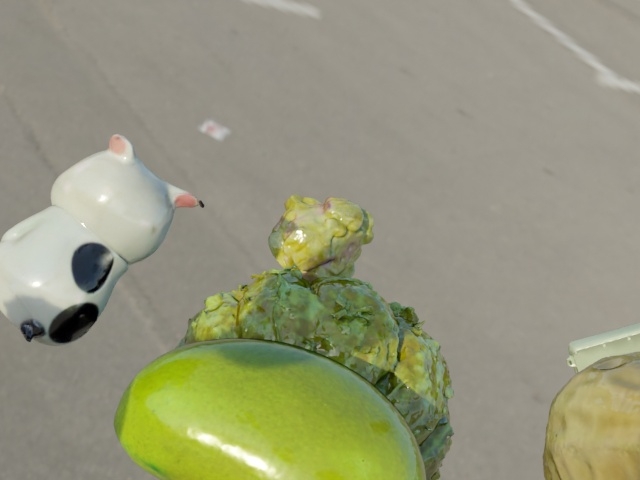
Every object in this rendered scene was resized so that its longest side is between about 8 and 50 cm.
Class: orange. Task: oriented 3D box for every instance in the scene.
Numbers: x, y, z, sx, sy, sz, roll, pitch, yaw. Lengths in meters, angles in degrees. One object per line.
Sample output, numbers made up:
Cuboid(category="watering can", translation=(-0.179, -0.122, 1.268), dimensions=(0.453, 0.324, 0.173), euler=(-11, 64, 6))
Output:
Cuboid(category="orange", translation=(-0.019, 0.160, 1.399), dimensions=(0.301, 0.300, 0.223), euler=(40, 29, -23))

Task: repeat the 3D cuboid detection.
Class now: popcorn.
Cuboid(category="popcorn", translation=(-0.001, 0.001, 1.461), dimensions=(0.109, 0.097, 0.089), euler=(-28, 35, -36))

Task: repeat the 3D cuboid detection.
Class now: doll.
Cuboid(category="doll", translation=(-0.202, 0.003, 1.148), dimensions=(0.110, 0.181, 0.107), euler=(43, -10, -32))

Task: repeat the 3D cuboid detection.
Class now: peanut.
Cuboid(category="peanut", translation=(0.204, 0.112, 0.737), dimensions=(0.136, 0.120, 0.298), euler=(28, -20, -4))

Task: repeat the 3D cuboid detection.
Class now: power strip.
Cuboid(category="power strip", translation=(0.218, 0.080, 0.949), dimensions=(0.090, 0.040, 0.016), euler=(-16, 18, 10))

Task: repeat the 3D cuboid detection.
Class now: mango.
Cuboid(category="mango", translation=(-0.032, 0.173, 1.168), dimensions=(0.273, 0.149, 0.185), euler=(33, 43, 3))
